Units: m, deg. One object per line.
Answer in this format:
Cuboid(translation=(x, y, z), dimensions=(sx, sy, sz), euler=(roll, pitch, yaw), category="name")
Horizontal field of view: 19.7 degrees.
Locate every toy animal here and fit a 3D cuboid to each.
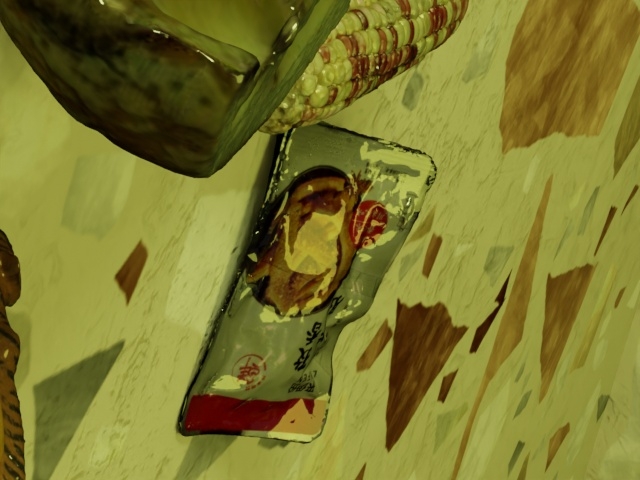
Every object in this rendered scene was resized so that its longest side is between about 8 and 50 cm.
Cuboid(translation=(-0.171, 0.104, 0.876), dimensions=(0.099, 0.057, 0.241), euler=(130, -41, -54), category="toy animal")

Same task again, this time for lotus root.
Cuboid(translation=(-0.065, -0.145, 0.846), dimensions=(0.142, 0.210, 0.314), euler=(-48, 174, 37), category="lotus root")

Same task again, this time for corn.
Cuboid(translation=(0.019, -0.135, 1.192), dimensions=(0.253, 0.086, 0.086), euler=(-37, 143, -52), category="corn")

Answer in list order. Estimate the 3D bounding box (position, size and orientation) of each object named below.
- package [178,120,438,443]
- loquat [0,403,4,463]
Cuboid(translation=(-0.012, 0.034, 1.313), dimensions=(0.154, 0.030, 0.239), euler=(12, 105, -46), category="package")
Cuboid(translation=(-0.198, 0.079, 0.777), dimensions=(0.137, 0.113, 0.137), euler=(-2, 95, -28), category="loquat")
